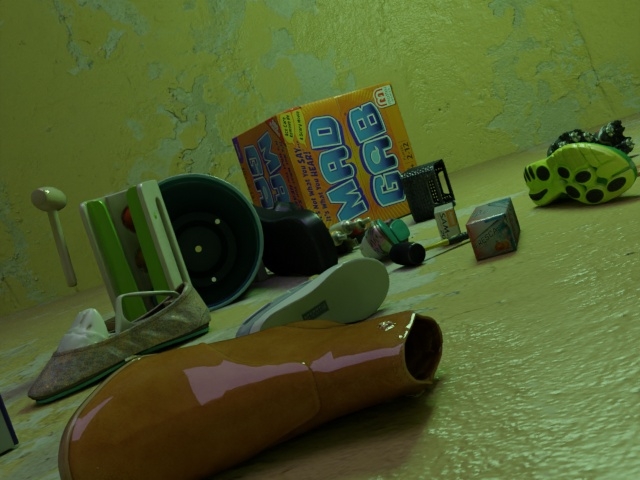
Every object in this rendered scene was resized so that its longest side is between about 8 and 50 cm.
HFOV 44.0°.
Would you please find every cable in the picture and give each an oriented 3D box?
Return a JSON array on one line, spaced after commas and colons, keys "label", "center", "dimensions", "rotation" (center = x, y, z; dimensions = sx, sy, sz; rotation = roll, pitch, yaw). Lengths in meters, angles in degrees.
[{"label": "cable", "center": [0.000, 0.000, 1.806], "dimensions": [0.287, 0.072, 0.139], "rotation": [-13, 12, 44]}]

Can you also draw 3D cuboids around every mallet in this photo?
[{"label": "mallet", "center": [0.201, 0.004, 1.335], "dimensions": [0.189, 0.039, 0.062], "rotation": [-17, 7, -33]}]

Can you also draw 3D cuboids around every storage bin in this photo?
[{"label": "storage bin", "center": [0.263, -0.123, 1.921], "dimensions": [0.084, 0.122, 0.180], "rotation": [-16, 6, 20]}]

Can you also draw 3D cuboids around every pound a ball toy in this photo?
[{"label": "pound a ball toy", "center": [-0.364, 0.026, 1.447], "dimensions": [0.208, 0.319, 0.136], "rotation": [-18, 5, 9]}]

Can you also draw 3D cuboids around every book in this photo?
[{"label": "book", "center": [-0.165, 0.044, 1.800], "dimensions": [0.035, 0.096, 0.144], "rotation": [-20, 6, -20]}]

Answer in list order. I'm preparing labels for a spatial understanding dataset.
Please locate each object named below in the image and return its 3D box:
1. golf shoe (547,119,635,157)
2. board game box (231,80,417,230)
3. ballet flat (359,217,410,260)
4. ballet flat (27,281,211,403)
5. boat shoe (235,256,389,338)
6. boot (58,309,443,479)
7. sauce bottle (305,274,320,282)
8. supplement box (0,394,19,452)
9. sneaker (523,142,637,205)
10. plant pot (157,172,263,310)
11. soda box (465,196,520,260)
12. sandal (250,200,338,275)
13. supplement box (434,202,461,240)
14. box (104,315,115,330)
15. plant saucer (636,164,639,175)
[{"label": "golf shoe", "center": [0.577, -0.183, 1.747], "dimensions": [0.273, 0.105, 0.120], "rotation": [-15, -13, -37]}, {"label": "board game box", "center": [0.020, -0.195, 2.209], "dimensions": [0.356, 0.356, 0.356], "rotation": [-21, 6, -24]}, {"label": "ballet flat", "center": [0.116, 0.001, 1.496], "dimensions": [0.079, 0.077, 0.221], "rotation": [-36, -4, 15]}, {"label": "ballet flat", "center": [-0.320, 0.145, 1.239], "dimensions": [0.316, 0.106, 0.107], "rotation": [-23, 7, -39]}, {"label": "boat shoe", "center": [-0.011, 0.081, 0.998], "dimensions": [0.227, 0.079, 0.081], "rotation": [-26, 13, -36]}, {"label": "boot", "center": [-0.032, 0.114, 0.614], "dimensions": [0.211, 0.104, 0.295], "rotation": [-16, 2, 29]}, {"label": "sauce bottle", "center": [0.012, 0.072, 1.204], "dimensions": [0.042, 0.042, 0.128], "rotation": [-20, 4, -18]}, {"label": "supplement box", "center": [-0.482, 0.222, 0.967], "dimensions": [0.220, 0.111, 0.114], "rotation": [-14, 8, 46]}, {"label": "sneaker", "center": [0.458, -0.126, 1.375], "dimensions": [0.123, 0.109, 0.295], "rotation": [-23, 6, -10]}, {"label": "plant pot", "center": [-0.258, 0.011, 1.655], "dimensions": [0.271, 0.272, 0.255], "rotation": [-19, -1, -6]}, {"label": "soda box", "center": [0.268, -0.021, 1.220], "dimensions": [0.063, 0.058, 0.183], "rotation": [-17, 6, 18]}, {"label": "sandal", "center": [-0.061, -0.010, 1.689], "dimensions": [0.107, 0.168, 0.445], "rotation": [-27, 18, -22]}, {"label": "supplement box", "center": [0.229, -0.030, 1.421], "dimensions": [0.036, 0.062, 0.098], "rotation": [-16, 5, 11]}, {"label": "box", "center": [-0.373, 0.155, 1.772], "dimensions": [0.201, 0.021, 0.164], "rotation": [-15, 6, 34]}, {"label": "plant saucer", "center": [0.615, -0.137, 1.475], "dimensions": [0.083, 0.013, 0.083], "rotation": [-18, 6, 2]}]
